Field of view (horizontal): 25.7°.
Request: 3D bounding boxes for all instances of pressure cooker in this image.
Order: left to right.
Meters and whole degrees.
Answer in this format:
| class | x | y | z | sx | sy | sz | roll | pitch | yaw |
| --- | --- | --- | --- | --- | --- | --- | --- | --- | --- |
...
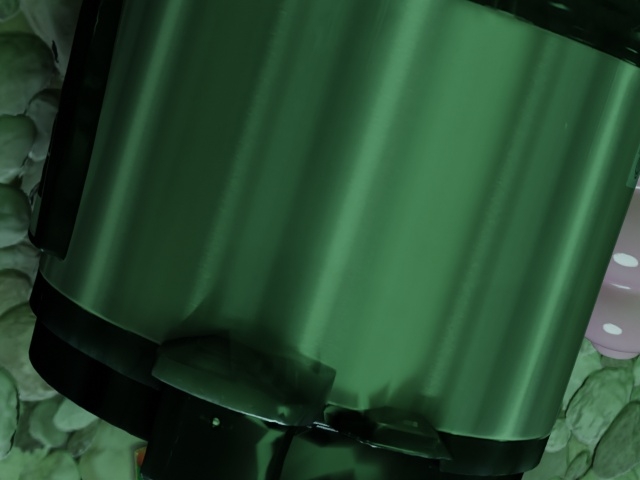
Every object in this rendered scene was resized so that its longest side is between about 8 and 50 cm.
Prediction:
| class | x | y | z | sx | sy | sz | roll | pitch | yaw |
| --- | --- | --- | --- | --- | --- | --- | --- | --- | --- |
| pressure cooker | 0.005 | 0.002 | 0.925 | 0.370 | 0.375 | 0.420 | 12 | 98 | -38 |

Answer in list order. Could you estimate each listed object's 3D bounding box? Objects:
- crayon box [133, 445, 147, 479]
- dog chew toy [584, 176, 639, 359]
| class | x | y | z | sx | sy | sz | roll | pitch | yaw |
| --- | --- | --- | --- | --- | --- | --- | --- | --- | --- |
| crayon box | 0.003 | 0.240 | 1.185 | 0.318 | 0.081 | 0.202 | -12 | 112 | -29 |
| dog chew toy | 0.286 | -0.051 | 1.208 | 0.207 | 0.206 | 0.331 | -8 | 118 | -31 |
